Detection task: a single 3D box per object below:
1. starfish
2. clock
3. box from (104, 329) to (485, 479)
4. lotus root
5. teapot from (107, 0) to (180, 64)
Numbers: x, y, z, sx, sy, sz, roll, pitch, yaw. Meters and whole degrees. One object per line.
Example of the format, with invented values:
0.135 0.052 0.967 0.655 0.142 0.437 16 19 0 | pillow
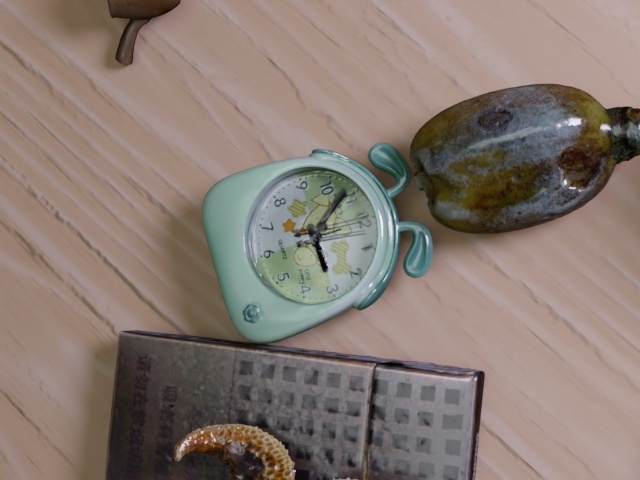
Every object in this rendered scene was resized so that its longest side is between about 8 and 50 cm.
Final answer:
-0.030 0.240 0.940 0.238 0.071 0.215 -25 79 32 | starfish
0.000 0.000 1.004 0.189 0.060 0.148 -17 80 16 | clock
-0.029 0.181 1.007 0.325 0.047 0.180 5 88 19 | box
0.168 -0.069 0.941 0.192 0.088 0.113 -14 98 16 | lotus root
-0.168 -0.219 1.087 0.080 0.085 0.110 0 116 -4 | teapot
